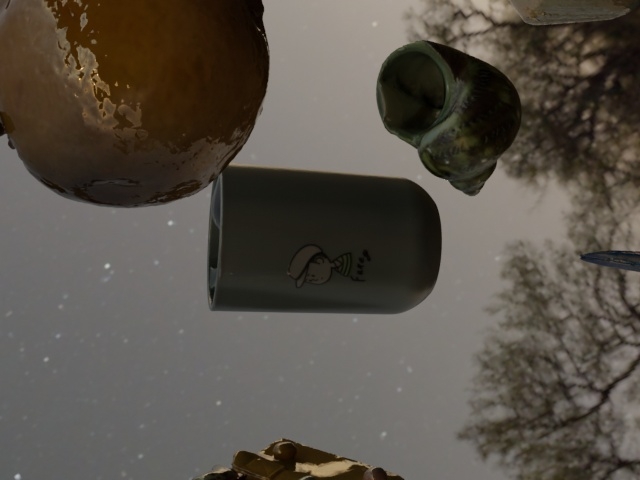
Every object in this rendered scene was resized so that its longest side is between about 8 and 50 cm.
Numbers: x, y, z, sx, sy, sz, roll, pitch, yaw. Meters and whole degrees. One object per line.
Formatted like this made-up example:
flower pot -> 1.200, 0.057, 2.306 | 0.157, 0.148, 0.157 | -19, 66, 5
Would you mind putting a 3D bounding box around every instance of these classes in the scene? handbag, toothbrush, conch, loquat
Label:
handbag -> -0.081, 0.413, 1.475 | 0.401, 0.283, 0.133 | -15, -68, -51
toothbrush -> 0.599, 0.052, 1.514 | 0.035, 0.413, 0.042 | -59, -28, -47
conch -> 0.168, -0.155, 1.291 | 0.124, 0.187, 0.181 | 20, -106, -53
loquat -> -0.150, -0.135, 0.804 | 0.238, 0.238, 0.193 | 60, -174, 8

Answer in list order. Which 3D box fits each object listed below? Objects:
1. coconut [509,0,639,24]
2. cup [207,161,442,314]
coconut -> 0.329, -0.392, 1.301 | 0.244, 0.239, 0.239 | 56, -156, 15
cup -> 0.000, 0.000, 1.400 | 0.312, 0.205, 0.205 | 2, -135, -10
